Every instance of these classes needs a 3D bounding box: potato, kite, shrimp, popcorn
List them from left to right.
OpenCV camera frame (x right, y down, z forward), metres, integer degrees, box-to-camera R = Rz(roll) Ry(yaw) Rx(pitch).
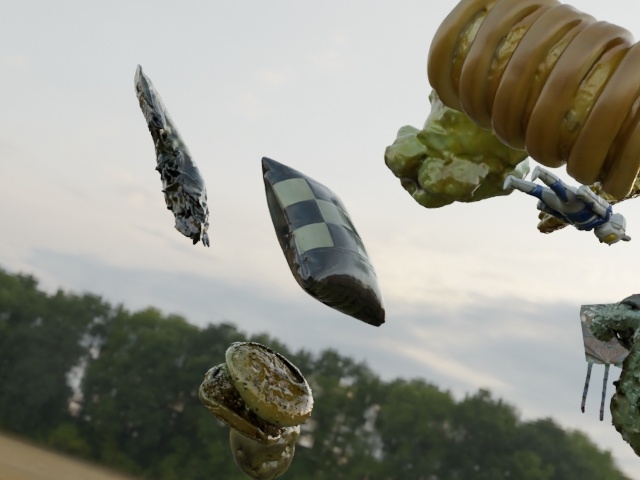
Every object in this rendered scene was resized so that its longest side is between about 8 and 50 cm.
[{"bbox_3d":[-0.242,-0.143,1.906,0.071,0.365,0.233,-21,-50,-1],"label":"shrimp"},{"bbox_3d":[-0.113,0.368,2.350,0.137,0.200,0.154,14,-56,-10],"label":"potato"},{"bbox_3d":[0.255,-0.167,2.175,0.276,0.276,0.225,28,11,-36],"label":"popcorn"},{"bbox_3d":[0.526,0.223,2.223,0.127,0.229,0.016,13,-20,11],"label":"kite"}]

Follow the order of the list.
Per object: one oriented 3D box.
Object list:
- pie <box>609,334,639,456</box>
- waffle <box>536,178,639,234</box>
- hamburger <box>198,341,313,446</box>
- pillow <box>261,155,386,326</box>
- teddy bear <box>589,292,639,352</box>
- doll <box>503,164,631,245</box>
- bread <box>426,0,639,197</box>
[{"bbox_3d":[0.468,0.121,1.313,0.288,0.354,0.103,8,28,-33],"label":"pie"},{"bbox_3d":[0.551,-0.091,2.325,0.293,0.069,0.260,-23,-6,7],"label":"waffle"},{"bbox_3d":[-0.103,0.237,1.949,0.177,0.185,0.113,8,-45,-41],"label":"hamburger"},{"bbox_3d":[0.000,0.000,1.731,0.106,0.250,0.186,-37,-40,18],"label":"pillow"},{"bbox_3d":[0.471,0.126,1.685,0.133,0.111,0.213,26,3,-5],"label":"teddy bear"},{"bbox_3d":[0.401,-0.048,1.866,0.227,0.057,0.114,24,-22,-20],"label":"doll"},{"bbox_3d":[0.249,-0.178,1.322,0.311,0.173,0.121,32,5,32],"label":"bread"}]
